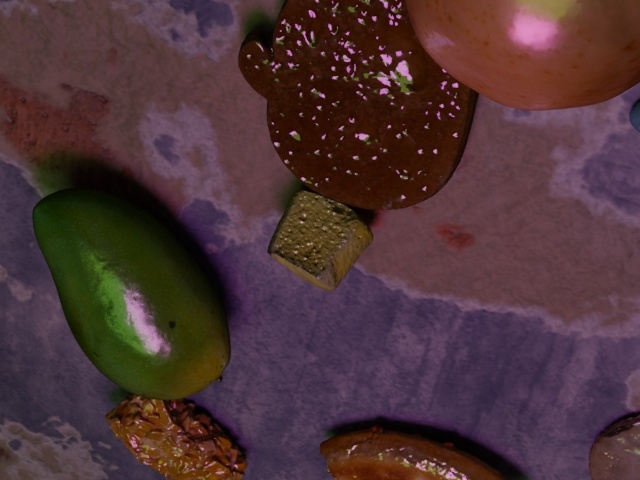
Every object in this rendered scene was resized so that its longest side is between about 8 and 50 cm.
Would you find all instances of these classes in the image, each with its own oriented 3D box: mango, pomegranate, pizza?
[{"bbox_3d":[-0.285,0.078,2.098,0.225,0.201,0.382,-17,119,43],"label":"mango"},{"bbox_3d":[0.270,-0.309,1.425,0.411,0.411,0.411,10,132,12],"label":"pomegranate"},{"bbox_3d":[0.159,0.393,2.280,0.335,0.086,0.226,12,136,13],"label":"pizza"}]

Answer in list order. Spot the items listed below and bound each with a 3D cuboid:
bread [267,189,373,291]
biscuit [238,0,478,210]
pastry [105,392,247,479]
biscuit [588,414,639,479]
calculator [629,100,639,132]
[{"bbox_3d":[0.000,0.000,1.974,0.129,0.114,0.111,28,167,19],"label":"bread"},{"bbox_3d":[0.046,-0.200,1.831,0.314,0.063,0.367,17,133,10],"label":"biscuit"},{"bbox_3d":[-0.237,0.345,2.370,0.154,0.102,0.250,-36,108,27],"label":"pastry"},{"bbox_3d":[0.488,0.314,2.125,0.133,0.032,0.250,38,132,-14],"label":"biscuit"},{"bbox_3d":[0.564,-0.189,1.656,0.386,0.054,0.256,6,130,11],"label":"calculator"}]
